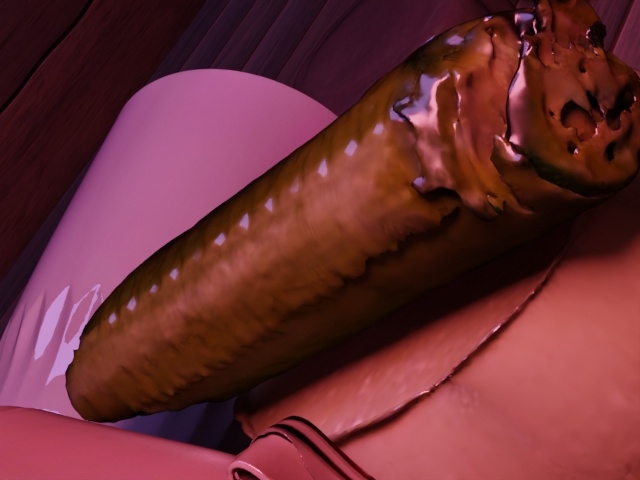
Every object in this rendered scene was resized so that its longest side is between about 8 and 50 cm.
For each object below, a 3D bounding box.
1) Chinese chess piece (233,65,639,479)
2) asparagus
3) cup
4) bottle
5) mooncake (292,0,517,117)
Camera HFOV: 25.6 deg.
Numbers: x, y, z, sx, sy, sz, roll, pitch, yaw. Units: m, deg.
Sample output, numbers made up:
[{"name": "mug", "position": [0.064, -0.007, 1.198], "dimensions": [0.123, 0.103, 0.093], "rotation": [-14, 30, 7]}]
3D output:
[{"name": "Chinese chess piece", "position": [0.104, 0.042, 0.840], "dimensions": [0.338, 0.140, 0.338], "rotation": [-40, 18, 16]}, {"name": "asparagus", "position": [0.000, 0.000, 0.763], "dimensions": [0.382, 0.108, 0.128], "rotation": [-32, 21, 41]}, {"name": "cup", "position": [-0.106, 0.061, 1.096], "dimensions": [0.253, 0.253, 0.371], "rotation": [-31, 25, 41]}, {"name": "bottle", "position": [-0.086, 0.176, 0.730], "dimensions": [0.297, 0.206, 0.173], "rotation": [7, 25, 34]}, {"name": "mooncake", "position": [0.082, -0.153, 1.309], "dimensions": [0.245, 0.133, 0.245], "rotation": [-41, 19, 17]}]
